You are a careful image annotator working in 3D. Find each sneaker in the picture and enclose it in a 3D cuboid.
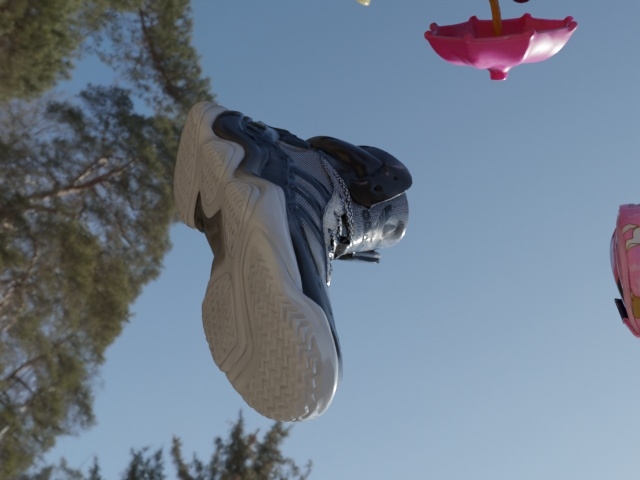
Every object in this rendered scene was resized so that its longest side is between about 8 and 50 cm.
[{"bbox_3d":[0.000,0.000,0.506,0.153,0.268,0.101,4,-54,-25],"label":"sneaker"}]

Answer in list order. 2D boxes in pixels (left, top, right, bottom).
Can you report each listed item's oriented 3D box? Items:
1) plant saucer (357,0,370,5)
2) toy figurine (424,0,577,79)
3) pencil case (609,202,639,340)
[{"bbox_3d":[-0.072,-0.466,0.902,0.081,0.333,0.333,-41,-125,22],"label":"plant saucer"},{"bbox_3d":[0.087,-0.167,0.411,0.159,0.173,0.130,42,5,-33],"label":"toy figurine"},{"bbox_3d":[0.512,0.021,0.828,0.386,0.160,0.167,-8,-63,17],"label":"pencil case"}]
